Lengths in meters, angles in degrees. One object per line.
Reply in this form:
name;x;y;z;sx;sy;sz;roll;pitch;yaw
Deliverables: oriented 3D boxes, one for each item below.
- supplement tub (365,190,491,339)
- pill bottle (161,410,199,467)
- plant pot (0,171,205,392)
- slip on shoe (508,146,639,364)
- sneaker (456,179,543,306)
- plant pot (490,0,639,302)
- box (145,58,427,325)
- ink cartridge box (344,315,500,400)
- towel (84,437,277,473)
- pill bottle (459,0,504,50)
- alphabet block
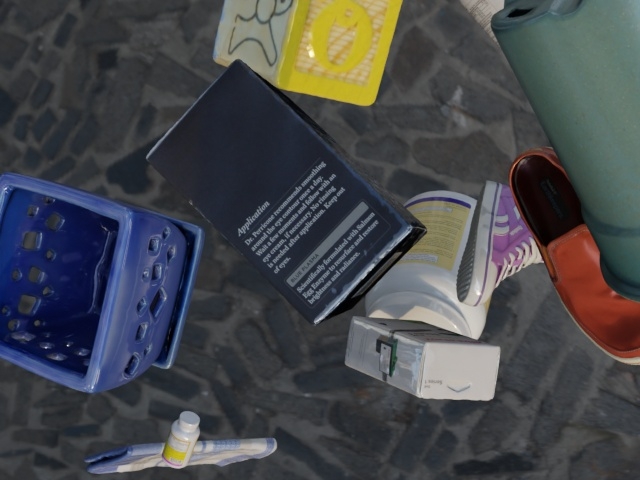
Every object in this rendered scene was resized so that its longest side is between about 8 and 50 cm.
supplement tub;0.227;0.084;1.899;0.241;0.241;0.331;-1;41;25
pill bottle;-0.206;0.296;1.403;0.043;0.043;0.083;36;118;27
plant pot;-0.296;0.053;1.252;0.236;0.212;0.235;15;93;27
slip on shoe;0.345;0.016;1.248;0.123;0.101;0.331;-34;69;24
sneaker;0.309;0.014;1.470;0.161;0.102;0.282;22;43;4
plant pot;0.373;-0.166;1.003;0.341;0.341;0.334;-34;106;14
box;-0.015;-0.030;0.660;0.158;0.156;0.093;45;97;8
ink cartridge box;0.168;0.193;1.567;0.219;0.160;0.092;12;95;58
towel;-0.241;0.374;1.635;0.209;0.285;0.034;-28;63;51
pill bottle;0.393;-0.513;1.980;0.160;0.160;0.283;-41;92;11
alphabet block;-0.022;-0.327;1.434;0.197;0.194;0.192;32;113;49
